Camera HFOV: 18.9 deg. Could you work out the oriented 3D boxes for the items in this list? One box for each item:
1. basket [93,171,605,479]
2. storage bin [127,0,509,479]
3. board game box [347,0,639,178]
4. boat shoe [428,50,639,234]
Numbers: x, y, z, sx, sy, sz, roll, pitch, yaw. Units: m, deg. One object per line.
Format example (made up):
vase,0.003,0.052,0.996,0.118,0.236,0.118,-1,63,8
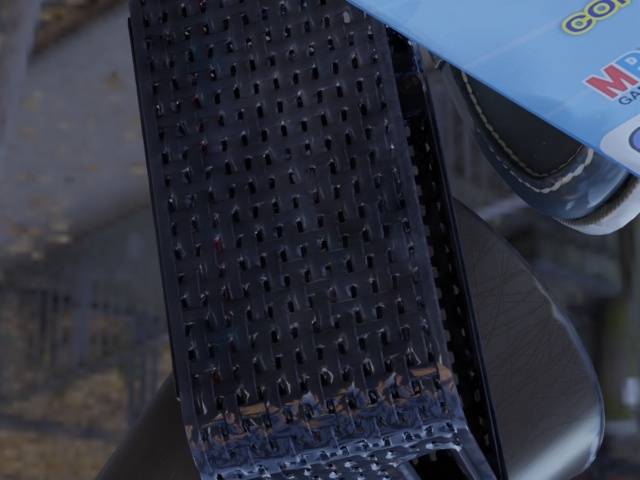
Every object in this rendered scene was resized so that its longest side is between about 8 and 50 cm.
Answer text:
basket,-0.002,0.101,0.897,0.204,0.227,0.154,50,141,-3
storage bin,0.000,0.000,0.637,0.084,0.180,0.122,-14,155,8
board game box,0.110,-0.149,0.365,0.302,0.086,0.308,27,136,-36
boat shoe,0.057,-0.135,0.827,0.099,0.319,0.116,13,134,-35
